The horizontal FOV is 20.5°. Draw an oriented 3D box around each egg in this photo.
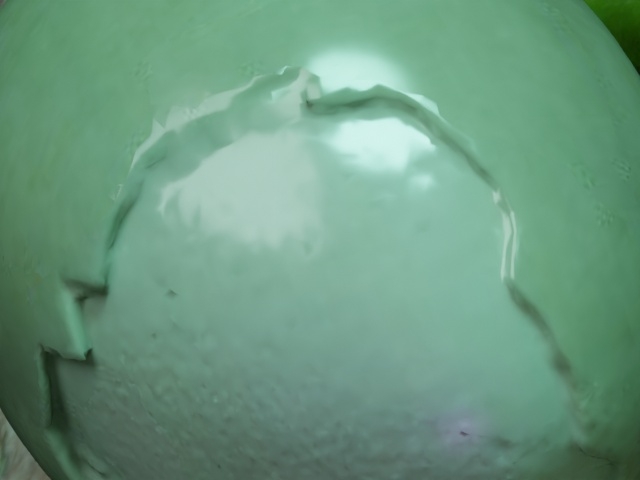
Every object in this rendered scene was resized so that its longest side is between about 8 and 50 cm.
[{"bbox_3d":[0.000,0.000,0.691,0.278,0.278,0.336,-49,31,3],"label":"egg"}]

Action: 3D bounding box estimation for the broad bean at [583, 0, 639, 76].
[{"bbox_3d":[0.197,-0.117,0.777,0.318,0.056,0.098,-26,39,21],"label":"broad bean"}]
